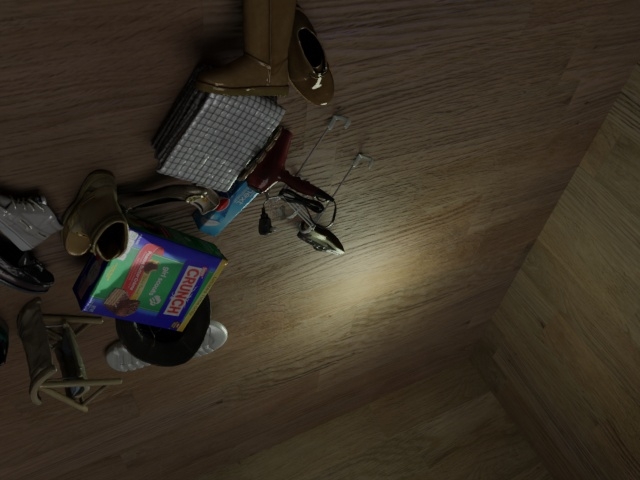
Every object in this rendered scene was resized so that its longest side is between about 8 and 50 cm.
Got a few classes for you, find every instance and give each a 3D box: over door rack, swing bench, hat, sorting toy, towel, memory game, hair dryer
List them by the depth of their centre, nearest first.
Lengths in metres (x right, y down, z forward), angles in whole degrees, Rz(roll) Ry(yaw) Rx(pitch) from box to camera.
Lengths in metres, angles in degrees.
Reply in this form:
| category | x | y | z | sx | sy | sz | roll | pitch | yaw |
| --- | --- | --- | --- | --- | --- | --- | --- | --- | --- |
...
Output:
| category | x | y | z | sx | sy | sz | roll | pitch | yaw |
| --- | --- | --- | --- | --- | --- | --- | --- | --- | --- |
| towel | -0.257 | -0.271 | 1.403 | 0.235 | 0.121 | 0.283 | 13 | 124 | -48 |
| memory game | -0.159 | -0.229 | 1.496 | 0.012 | 0.186 | 0.186 | 37 | 112 | -17 |
| hair dryer | -0.089 | -0.163 | 1.563 | 0.223 | 0.293 | 0.080 | -11 | 178 | -10 |
| sorting toy | -0.329 | -0.112 | 1.597 | 0.075 | 0.083 | 0.045 | -42 | -174 | 28 |
| swing bench | -0.753 | 0.336 | 1.651 | 0.165 | 0.253 | 0.255 | -39 | 145 | 11 |
| over door rack | -0.009 | -0.201 | 1.711 | 0.324 | 0.108 | 0.239 | -48 | 146 | -2 |
| hat | -0.512 | 0.238 | 1.780 | 0.134 | 0.331 | 0.331 | -9 | 166 | 43 |

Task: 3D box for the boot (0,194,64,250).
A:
| category | x | y | z | sx | sy | sz | roll | pitch | yaw |
| --- | --- | --- | --- | --- | --- | --- | --- | --- | --- |
| boot | -0.706 | -0.081 | 1.326 | 0.123 | 0.095 | 0.258 | -33 | 153 | -12 |

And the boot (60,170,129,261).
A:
| category | x | y | z | sx | sy | sz | roll | pitch | yaw |
| --- | --- | --- | --- | --- | --- | --- | --- | --- | --- |
| boot | -0.557 | -0.013 | 1.407 | 0.095 | 0.203 | 0.262 | 11 | 126 | -44 |

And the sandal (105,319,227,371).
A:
| category | x | y | z | sx | sy | sz | roll | pitch | yaw |
| --- | --- | --- | --- | --- | --- | --- | --- | --- | --- |
| sandal | -0.535 | 0.336 | 1.972 | 0.416 | 0.102 | 0.169 | -12 | 128 | -7 |

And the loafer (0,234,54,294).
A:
| category | x | y | z | sx | sy | sz | roll | pitch | yaw |
| --- | --- | --- | --- | --- | --- | --- | --- | --- | --- |
| loafer | -0.771 | 0.043 | 1.405 | 0.095 | 0.109 | 0.302 | -40 | 143 | 5 |

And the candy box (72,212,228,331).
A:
| category | x | y | z | sx | sy | sz | roll | pitch | yaw |
| --- | --- | --- | --- | --- | --- | --- | --- | --- | --- |
| candy box | -0.464 | 0.094 | 1.572 | 0.317 | 0.122 | 0.268 | 22 | 106 | -44 |

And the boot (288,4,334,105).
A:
| category | x | y | z | sx | sy | sz | roll | pitch | yaw |
| --- | --- | --- | --- | --- | --- | --- | --- | --- | --- |
| boot | -0.024 | -0.423 | 1.396 | 0.112 | 0.115 | 0.305 | -34 | 147 | -1 |

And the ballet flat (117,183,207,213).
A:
| category | x | y | z | sx | sy | sz | roll | pitch | yaw |
| --- | --- | --- | --- | --- | --- | --- | --- | --- | --- |
| ballet flat | -0.409 | -0.104 | 1.454 | 0.250 | 0.058 | 0.084 | -5 | 168 | 4 |

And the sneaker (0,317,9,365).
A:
| category | x | y | z | sx | sy | sz | roll | pitch | yaw |
| --- | --- | --- | --- | --- | --- | --- | --- | --- | --- |
| sneaker | -0.913 | 0.232 | 1.511 | 0.108 | 0.121 | 0.302 | -24 | 145 | -12 |

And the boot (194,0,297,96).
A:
| category | x | y | z | sx | sy | sz | roll | pitch | yaw |
| --- | --- | --- | --- | --- | --- | --- | --- | --- | --- |
| boot | -0.156 | -0.447 | 1.204 | 0.236 | 0.089 | 0.269 | -12 | 117 | -39 |

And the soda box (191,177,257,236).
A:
| category | x | y | z | sx | sy | sz | roll | pitch | yaw |
| --- | --- | --- | --- | --- | --- | --- | --- | --- | --- |
| soda box | -0.270 | -0.110 | 1.636 | 0.210 | 0.067 | 0.071 | -44 | 144 | 16 |

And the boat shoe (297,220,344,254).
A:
| category | x | y | z | sx | sy | sz | roll | pitch | yaw |
| --- | --- | --- | --- | --- | --- | --- | --- | --- | --- |
| boat shoe | 0.000 | 0.001 | 1.985 | 0.073 | 0.080 | 0.223 | -37 | 141 | 17 |
